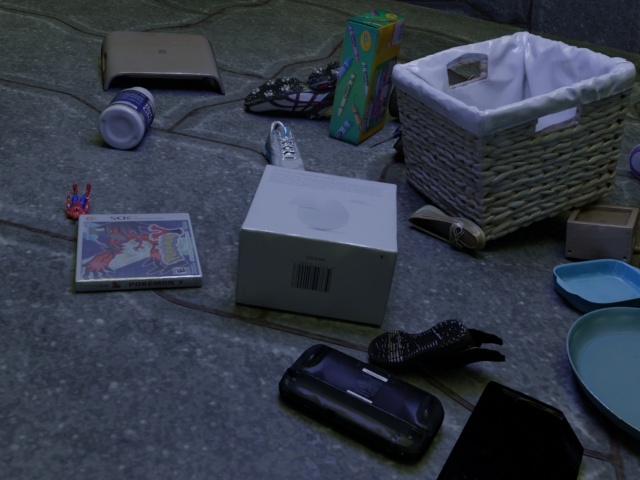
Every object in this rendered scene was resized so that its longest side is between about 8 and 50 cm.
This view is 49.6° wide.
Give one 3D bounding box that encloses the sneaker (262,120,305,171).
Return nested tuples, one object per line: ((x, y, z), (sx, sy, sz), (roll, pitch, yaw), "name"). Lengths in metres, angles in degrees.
((-0.077, -0.192, 1.444), (0.071, 0.083, 0.190), (-4, 33, -23), "sneaker")

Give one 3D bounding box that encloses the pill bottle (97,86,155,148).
((-0.406, -0.269, 1.478), (0.094, 0.094, 0.169), (7, 31, -3), "pill bottle")

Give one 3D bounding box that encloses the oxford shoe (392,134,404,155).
((0.225, -0.231, 1.622), (0.076, 0.076, 0.212), (41, 30, -4), "oxford shoe")

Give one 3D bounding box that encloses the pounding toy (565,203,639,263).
((0.537, -0.006, 1.290), (0.130, 0.100, 0.141), (8, 24, 28), "pounding toy")

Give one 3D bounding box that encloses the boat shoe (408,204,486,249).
((0.230, -0.019, 1.259), (0.048, 0.056, 0.153), (-28, 44, -32), "boat shoe")

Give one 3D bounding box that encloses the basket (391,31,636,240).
((0.357, -0.212, 1.327), (0.328, 0.266, 0.331), (-19, 32, -15), "basket")

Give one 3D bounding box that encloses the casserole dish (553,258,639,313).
((0.476, 0.079, 1.167), (0.188, 0.037, 0.114), (-5, 33, -24), "casserole dish")

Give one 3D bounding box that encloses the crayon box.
((0.108, -0.382, 1.618), (0.081, 0.278, 0.165), (22, 32, 19), "crayon box")

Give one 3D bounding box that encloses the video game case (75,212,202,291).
((-0.290, 0.012, 1.100), (0.183, 0.023, 0.201), (-2, 32, -17), "video game case")

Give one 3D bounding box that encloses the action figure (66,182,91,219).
((-0.420, -0.067, 1.199), (0.038, 0.030, 0.115), (5, 32, -16), "action figure")

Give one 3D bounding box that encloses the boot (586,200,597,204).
((0.554, -0.143, 1.543), (0.161, 0.083, 0.246), (24, 39, 12), "boot")

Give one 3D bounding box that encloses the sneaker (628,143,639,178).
((0.878, -0.158, 1.595), (0.152, 0.114, 0.305), (-13, 36, -30), "sneaker")

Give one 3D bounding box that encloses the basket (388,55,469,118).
((0.323, -0.347, 1.746), (0.227, 0.154, 0.204), (31, 54, 26), "basket")

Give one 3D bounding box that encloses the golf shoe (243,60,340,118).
((-0.052, -0.345, 1.704), (0.273, 0.120, 0.105), (-12, 35, 10), "golf shoe")

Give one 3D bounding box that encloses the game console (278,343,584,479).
((0.127, 0.217, 0.840), (0.361, 0.044, 0.213), (22, 31, 21), "game console")

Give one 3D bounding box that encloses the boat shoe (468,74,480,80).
((0.443, -0.407, 1.923), (0.109, 0.098, 0.302), (16, 31, 13), "boat shoe")

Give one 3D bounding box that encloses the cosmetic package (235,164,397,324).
((0.000, 0.000, 1.080), (0.224, 0.138, 0.224), (9, 31, 1), "cosmetic package")

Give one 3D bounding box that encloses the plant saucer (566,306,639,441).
((0.495, 0.203, 0.957), (0.317, 0.043, 0.317), (7, 30, -4), "plant saucer")

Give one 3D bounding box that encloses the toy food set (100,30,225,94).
((-0.416, -0.454, 1.819), (0.306, 0.092, 0.220), (-3, 44, -16), "toy food set")

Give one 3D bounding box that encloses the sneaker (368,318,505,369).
((0.158, 0.152, 0.945), (0.170, 0.089, 0.051), (-17, 51, 22), "sneaker")

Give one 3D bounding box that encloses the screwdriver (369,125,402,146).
((0.169, -0.249, 1.675), (0.024, 0.025, 0.170), (28, 44, 29), "screwdriver")
